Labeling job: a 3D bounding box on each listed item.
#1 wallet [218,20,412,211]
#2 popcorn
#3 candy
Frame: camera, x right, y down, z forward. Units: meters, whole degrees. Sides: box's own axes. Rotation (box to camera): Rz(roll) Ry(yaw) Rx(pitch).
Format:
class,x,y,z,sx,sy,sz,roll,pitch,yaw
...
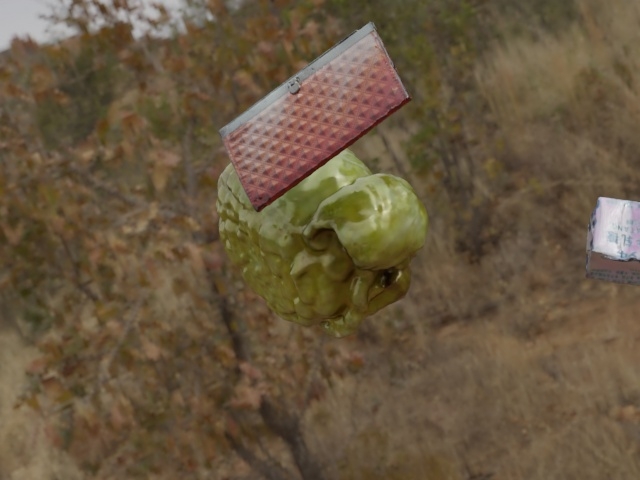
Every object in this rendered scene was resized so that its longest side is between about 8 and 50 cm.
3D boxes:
class,x,y,z,sx,sy,sz,roll,pitch,yaw
wallet,-0.008,-0.120,1.119,0.196,0.103,0.020,-34,-26,20
popcorn,0.000,0.000,1.291,0.173,0.225,0.286,-31,40,-28
candy,0.408,0.009,1.402,0.160,0.073,0.092,8,56,13
